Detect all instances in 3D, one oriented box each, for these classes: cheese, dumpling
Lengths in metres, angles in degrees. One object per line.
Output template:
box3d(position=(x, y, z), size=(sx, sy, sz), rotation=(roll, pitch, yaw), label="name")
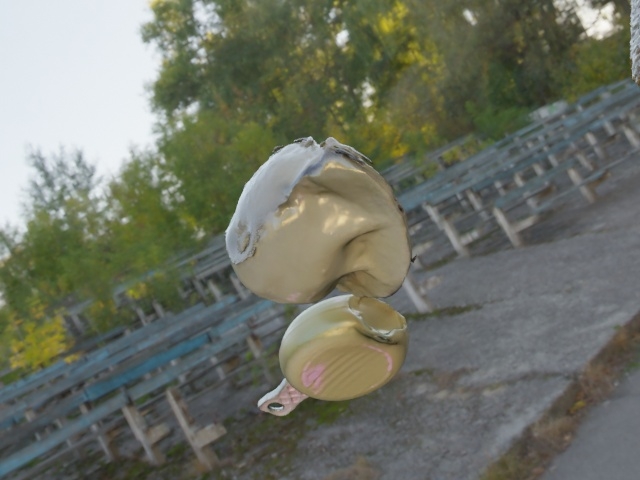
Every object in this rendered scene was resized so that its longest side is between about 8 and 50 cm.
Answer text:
box3d(position=(0.001, 0.147, 0.874), size=(0.227, 0.137, 0.064), rotation=(-46, 30, 34), label="cheese")
box3d(position=(0.000, 0.000, 0.709), size=(0.142, 0.172, 0.247), rotation=(-59, 14, -26), label="dumpling")

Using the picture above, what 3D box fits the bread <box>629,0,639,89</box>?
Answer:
box3d(position=(0.446, -0.267, 0.848), size=(0.184, 0.110, 0.234), rotation=(-37, 28, 51), label="bread")
